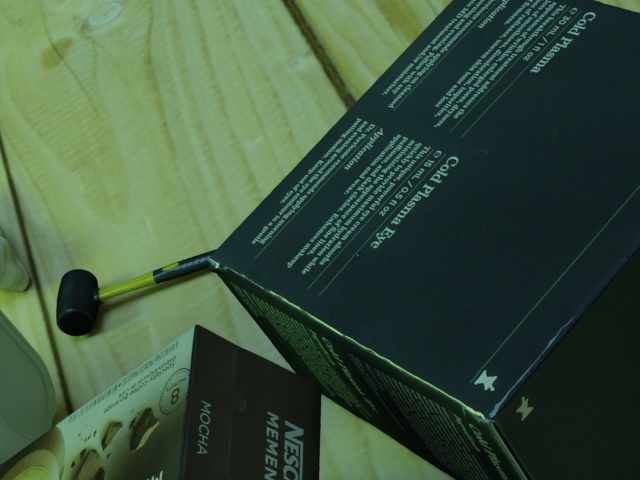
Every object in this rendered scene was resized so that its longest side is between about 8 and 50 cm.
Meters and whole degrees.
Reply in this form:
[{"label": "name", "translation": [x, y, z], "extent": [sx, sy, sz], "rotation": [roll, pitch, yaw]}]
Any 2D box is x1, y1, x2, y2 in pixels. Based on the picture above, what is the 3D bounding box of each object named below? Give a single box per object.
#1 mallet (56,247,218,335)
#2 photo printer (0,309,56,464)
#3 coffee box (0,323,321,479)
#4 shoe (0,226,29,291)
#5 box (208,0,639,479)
[{"label": "mallet", "translation": [-0.162, 0.030, 1.395], "extent": [0.190, 0.039, 0.062], "rotation": [-23, 40, 6]}, {"label": "photo printer", "translation": [-0.389, 0.099, 1.263], "extent": [0.256, 0.307, 0.107], "rotation": [-12, 45, 21]}, {"label": "coffee box", "translation": [-0.139, 0.210, 1.064], "extent": [0.297, 0.119, 0.168], "rotation": [-35, 37, 36]}, {"label": "shoe", "translation": [-0.368, 0.005, 1.538], "extent": [0.219, 0.058, 0.076], "rotation": [32, 103, 50]}, {"label": "box", "translation": [0.154, -0.002, 1.110], "extent": [0.343, 0.179, 0.312], "rotation": [-47, 41, -14]}]
